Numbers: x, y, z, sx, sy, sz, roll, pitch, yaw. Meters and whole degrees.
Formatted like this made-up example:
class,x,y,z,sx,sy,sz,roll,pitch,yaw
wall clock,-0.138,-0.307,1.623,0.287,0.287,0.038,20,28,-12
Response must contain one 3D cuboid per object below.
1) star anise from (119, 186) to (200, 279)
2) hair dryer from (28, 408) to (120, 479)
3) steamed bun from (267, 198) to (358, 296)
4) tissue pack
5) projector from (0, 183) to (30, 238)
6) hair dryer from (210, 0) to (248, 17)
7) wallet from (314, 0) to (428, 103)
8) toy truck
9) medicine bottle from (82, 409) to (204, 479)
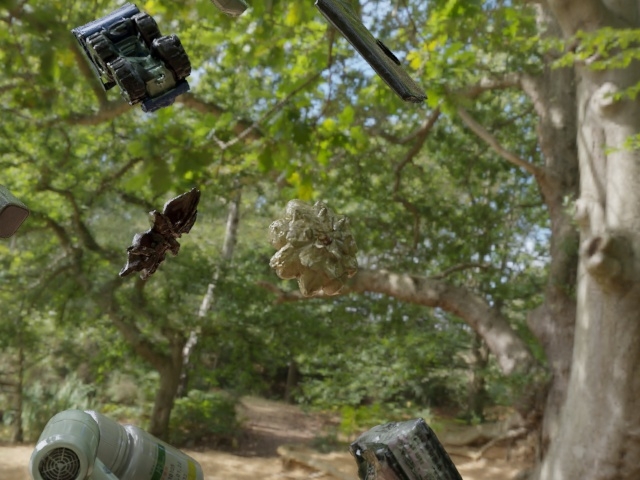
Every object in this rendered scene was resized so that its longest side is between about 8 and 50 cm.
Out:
class,x,y,z,sx,sy,sz,roll,pitch,yaw
star anise,-0.370,-0.015,1.631,0.088,0.288,0.288,36,-10,6
hair dryer,-0.379,0.473,1.255,0.357,0.107,0.173,49,-8,-11
steamed bun,0.000,0.000,1.855,0.295,0.292,0.137,-6,-26,-37
tissue pack,0.189,0.491,1.242,0.123,0.332,0.245,-29,-7,-26
projector,-0.658,-0.062,1.381,0.082,0.083,0.083,39,0,15
hair dryer,-0.150,-0.448,1.062,0.206,0.075,0.237,42,-21,-33
wallet,0.146,-0.505,1.825,0.051,0.377,0.197,-44,-12,26
toy truck,-0.293,-0.284,1.082,0.208,0.113,0.126,46,-20,31
medicine bottle,-0.468,0.562,1.645,0.208,0.208,0.339,-3,-37,45
